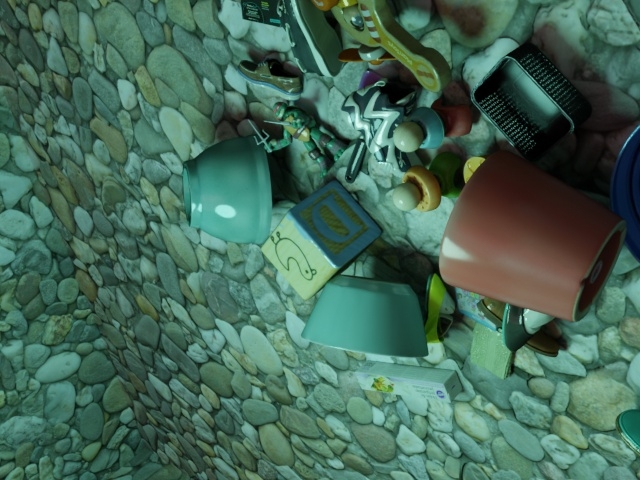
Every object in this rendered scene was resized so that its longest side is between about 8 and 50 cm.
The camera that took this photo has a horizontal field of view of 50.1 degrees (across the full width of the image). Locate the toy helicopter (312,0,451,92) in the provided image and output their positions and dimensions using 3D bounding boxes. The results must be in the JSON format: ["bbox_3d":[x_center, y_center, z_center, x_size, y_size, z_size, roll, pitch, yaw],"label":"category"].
[{"bbox_3d":[0.122,-0.398,1.339,0.355,0.140,0.235,48,166,25],"label":"toy helicopter"}]

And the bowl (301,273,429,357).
[{"bbox_3d":[0.117,0.173,1.647,0.311,0.311,0.163,8,90,42],"label":"bowl"}]

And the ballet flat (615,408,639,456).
[{"bbox_3d":[0.767,0.452,1.374,0.342,0.116,0.124,16,148,33],"label":"ballet flat"}]

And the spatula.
[{"bbox_3d":[0.099,-0.245,1.573,0.084,0.030,0.296,31,137,16],"label":"spatula"}]

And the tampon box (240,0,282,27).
[{"bbox_3d":[-0.100,-0.561,1.480,0.120,0.101,0.161,24,132,32],"label":"tampon box"}]

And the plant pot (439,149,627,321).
[{"bbox_3d":[0.383,0.006,1.217,0.243,0.275,0.275,28,136,31],"label":"plant pot"}]

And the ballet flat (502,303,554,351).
[{"bbox_3d":[0.430,0.104,1.387,0.096,0.095,0.280,17,110,48],"label":"ballet flat"}]

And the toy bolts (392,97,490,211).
[{"bbox_3d":[0.237,-0.154,1.368,0.218,0.158,0.228,22,133,53],"label":"toy bolts"}]

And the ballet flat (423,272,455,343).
[{"bbox_3d":[0.289,0.171,1.675,0.077,0.077,0.231,13,133,13],"label":"ballet flat"}]

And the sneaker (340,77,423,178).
[{"bbox_3d":[0.169,-0.244,1.449,0.235,0.094,0.153,50,134,-8],"label":"sneaker"}]

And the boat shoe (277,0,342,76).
[{"bbox_3d":[-0.043,-0.463,1.428,0.091,0.114,0.302,9,143,28],"label":"boat shoe"}]

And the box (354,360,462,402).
[{"bbox_3d":[0.235,0.386,1.888,0.324,0.067,0.063,-4,116,46],"label":"box"}]

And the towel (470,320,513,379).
[{"bbox_3d":[0.410,0.260,1.641,0.110,0.027,0.148,25,134,33],"label":"towel"}]

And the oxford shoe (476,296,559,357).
[{"bbox_3d":[0.447,0.179,1.492,0.212,0.076,0.076,35,111,-8],"label":"oxford shoe"}]

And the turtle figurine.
[{"bbox_3d":[-0.054,-0.262,1.652,0.234,0.118,0.175,37,157,-4],"label":"turtle figurine"}]

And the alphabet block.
[{"bbox_3d":[0.000,0.000,1.734,0.192,0.193,0.197,49,142,8],"label":"alphabet block"}]

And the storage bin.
[{"bbox_3d":[0.379,-0.249,1.238,0.180,0.084,0.122,48,142,5],"label":"storage bin"}]

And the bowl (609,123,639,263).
[{"bbox_3d":[0.668,-0.066,1.085,0.391,0.077,0.391,26,134,30],"label":"bowl"}]

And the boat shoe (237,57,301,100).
[{"bbox_3d":[-0.120,-0.406,1.659,0.183,0.066,0.066,27,131,16],"label":"boat shoe"}]

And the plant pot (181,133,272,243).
[{"bbox_3d":[-0.255,-0.126,1.792,0.293,0.196,0.293,174,90,-74],"label":"plant pot"}]

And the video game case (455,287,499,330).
[{"bbox_3d":[0.355,0.119,1.571,0.119,0.015,0.166,28,141,47],"label":"video game case"}]
